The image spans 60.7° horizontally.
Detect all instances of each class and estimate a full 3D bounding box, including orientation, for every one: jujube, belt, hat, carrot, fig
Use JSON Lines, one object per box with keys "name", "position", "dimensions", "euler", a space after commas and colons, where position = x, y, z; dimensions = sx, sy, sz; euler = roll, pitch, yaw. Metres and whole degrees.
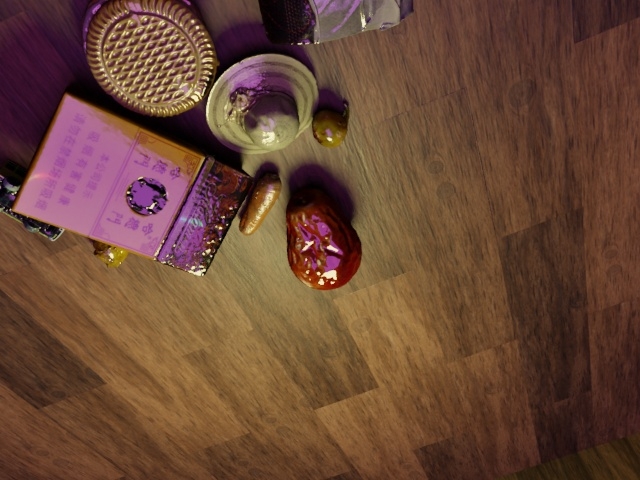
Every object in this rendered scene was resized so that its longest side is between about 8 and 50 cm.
{"name": "jujube", "position": [0.000, 0.000, 1.351], "dimensions": [0.190, 0.190, 0.255], "euler": [-19, 123, 5]}
{"name": "belt", "position": [0.030, -0.456, 0.973], "dimensions": [0.290, 0.184, 0.163], "euler": [-13, 126, -8]}
{"name": "hat", "position": [-0.104, -0.247, 1.132], "dimensions": [0.252, 0.109, 0.251], "euler": [-14, 140, -12]}
{"name": "carrot", "position": [-0.148, -0.082, 1.324], "dimensions": [0.060, 0.060, 0.186], "euler": [16, 124, -23]}
{"name": "fig", "position": [0.030, -0.253, 1.213], "dimensions": [0.098, 0.082, 0.084], "euler": [-26, 96, -9]}

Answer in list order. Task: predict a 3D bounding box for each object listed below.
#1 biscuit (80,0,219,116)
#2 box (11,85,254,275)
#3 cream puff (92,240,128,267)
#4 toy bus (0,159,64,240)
{"name": "biscuit", "position": [-0.324, -0.362, 1.043], "dimensions": [0.260, 0.079, 0.259], "euler": [-6, 130, -7]}
{"name": "box", "position": [-0.381, -0.113, 1.161], "dimensions": [0.416, 0.116, 0.264], "euler": [25, 99, -29]}
{"name": "cream puff", "position": [-0.515, 0.028, 1.341], "dimensions": [0.083, 0.058, 0.083], "euler": [5, 126, -18]}
{"name": "toy bus", "position": [-0.633, -0.088, 1.193], "dimensions": [0.175, 0.101, 0.088], "euler": [36, 108, -28]}
